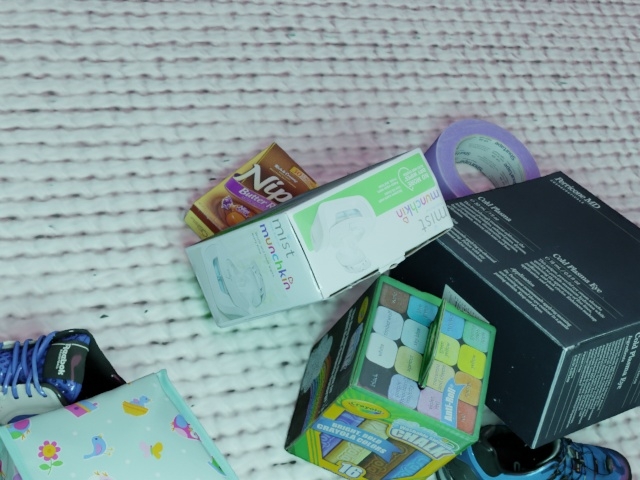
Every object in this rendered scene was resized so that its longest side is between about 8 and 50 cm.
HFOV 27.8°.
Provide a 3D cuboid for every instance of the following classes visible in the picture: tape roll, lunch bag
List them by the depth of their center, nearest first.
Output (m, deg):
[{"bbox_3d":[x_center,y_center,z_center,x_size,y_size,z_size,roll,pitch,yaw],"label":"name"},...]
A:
[{"bbox_3d":[-0.205,0.300,1.384,0.223,0.160,0.262,-19,60,-33],"label":"lunch bag"},{"bbox_3d":[0.248,-0.092,2.032,0.189,0.080,0.189,12,55,-18],"label":"tape roll"}]

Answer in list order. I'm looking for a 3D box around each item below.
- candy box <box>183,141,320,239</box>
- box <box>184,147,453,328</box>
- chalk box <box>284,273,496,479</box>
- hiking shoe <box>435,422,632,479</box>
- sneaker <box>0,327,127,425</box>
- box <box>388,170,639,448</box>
[{"bbox_3d":[-0.093,-0.051,1.852,0.109,0.053,0.187,44,50,5],"label":"candy box"},{"bbox_3d":[0.000,0.000,1.706,0.262,0.231,0.127,-27,95,-40],"label":"box"},{"bbox_3d":[0.104,0.178,1.651,0.179,0.289,0.180,25,53,-11],"label":"chalk box"},{"bbox_3d":[0.313,0.314,1.770,0.304,0.132,0.113,6,59,-23],"label":"hiking shoe"},{"bbox_3d":[-0.350,0.154,1.509,0.315,0.182,0.127,20,52,-14],"label":"sneaker"},{"bbox_3d":[0.319,0.083,1.811,0.312,0.179,0.343,-15,41,-32],"label":"box"}]
